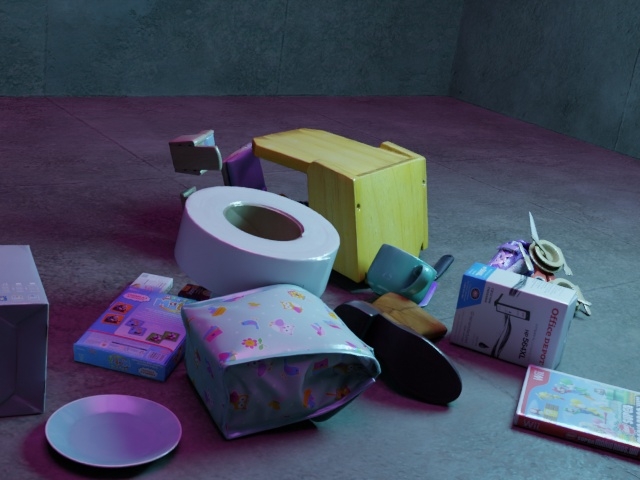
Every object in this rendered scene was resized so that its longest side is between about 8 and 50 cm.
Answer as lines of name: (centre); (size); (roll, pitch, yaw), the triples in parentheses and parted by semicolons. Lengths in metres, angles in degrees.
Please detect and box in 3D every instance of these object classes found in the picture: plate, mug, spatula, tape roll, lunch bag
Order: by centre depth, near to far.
plate: (-0.290, 0.273, 1.282); (0.188, 0.024, 0.188); (7, 18, -2)
lunch bag: (-0.065, 0.179, 1.433); (0.262, 0.160, 0.223); (-9, 26, -24)
tape roll: (-0.112, 0.007, 1.625); (0.286, 0.100, 0.286); (15, 23, -6)
mug: (0.158, 0.077, 1.849); (0.129, 0.097, 0.158); (28, -6, 13)
spatula: (0.242, 0.080, 2.028); (0.084, 0.030, 0.296); (14, 20, 22)

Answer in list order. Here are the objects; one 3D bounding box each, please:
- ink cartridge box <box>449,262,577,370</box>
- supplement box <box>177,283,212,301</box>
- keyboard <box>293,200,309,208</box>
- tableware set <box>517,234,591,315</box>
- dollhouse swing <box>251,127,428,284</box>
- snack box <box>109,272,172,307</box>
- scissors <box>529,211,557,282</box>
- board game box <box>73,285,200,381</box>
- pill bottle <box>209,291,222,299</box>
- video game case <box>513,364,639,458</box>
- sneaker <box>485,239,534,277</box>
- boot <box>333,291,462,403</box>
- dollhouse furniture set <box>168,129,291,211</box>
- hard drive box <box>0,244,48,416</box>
ink cartridge box: (0.362, 0.145, 1.715); (0.203, 0.148, 0.086); (16, 20, 23)
supplement box: (-0.223, 0.116, 1.721); (0.083, 0.043, 0.055); (11, 20, 9)
keyboard: (-0.033, -0.026, 2.138); (0.202, 0.033, 0.317); (7, 27, 15)
tableware set: (0.518, 0.072, 1.992); (0.128, 0.039, 0.194); (6, 49, -27)
dollhouse swing: (0.035, -0.089, 2.086); (0.305, 0.315, 0.347); (4, 15, 30)
snack box: (-0.339, 0.105, 1.737); (0.064, 0.022, 0.178); (11, 19, 6)
scissors: (0.486, 0.042, 2.041); (0.109, 0.021, 0.297); (4, 51, -25)
board game box: (-0.300, 0.154, 1.559); (0.160, 0.039, 0.211); (11, 27, 10)
pill bottle: (-0.105, 0.099, 1.706); (0.119, 0.119, 0.208); (16, 21, 23)
video game case: (0.479, 0.293, 1.530); (0.285, 0.025, 0.204); (13, 20, 15)
sneaker: (0.416, 0.055, 2.060); (0.095, 0.104, 0.236); (24, 26, 35)
boot: (0.172, 0.188, 1.652); (0.264, 0.096, 0.280); (25, 10, 22)
dollhouse furniture set: (-0.148, -0.136, 2.051); (0.198, 0.286, 0.303); (5, 27, 28)
hard drive box: (-0.475, 0.129, 1.379); (0.089, 0.181, 0.232); (-1, 22, -25)
